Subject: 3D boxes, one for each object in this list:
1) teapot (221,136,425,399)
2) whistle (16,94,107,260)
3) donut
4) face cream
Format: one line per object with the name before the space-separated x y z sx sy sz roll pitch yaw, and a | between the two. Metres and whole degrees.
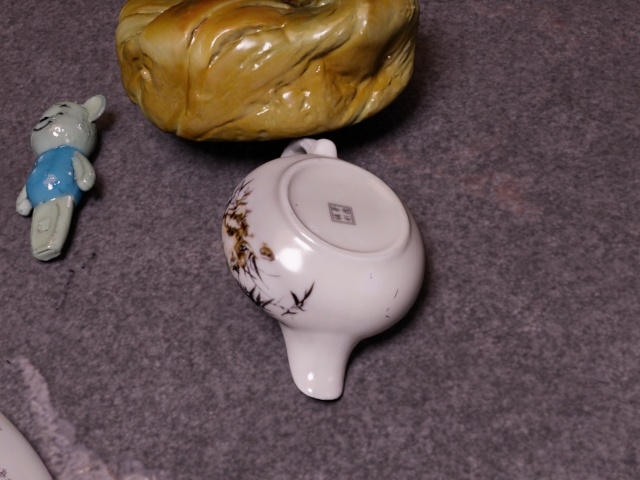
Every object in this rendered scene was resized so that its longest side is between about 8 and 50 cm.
teapot | 0.000 0.000 1.065 0.208 0.166 0.300 1 37 -12
whistle | -0.310 -0.080 1.227 0.114 0.077 0.236 -18 49 20
donut | -0.056 -0.232 1.203 0.360 0.170 0.360 -5 27 2
face cream | -0.297 0.218 0.978 0.072 0.051 0.182 -30 52 -21
